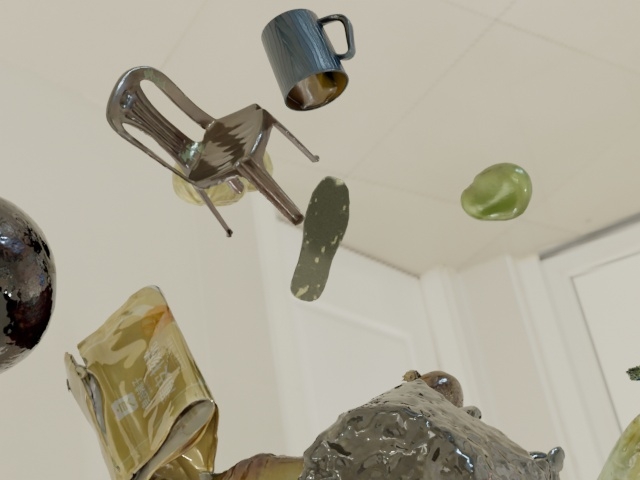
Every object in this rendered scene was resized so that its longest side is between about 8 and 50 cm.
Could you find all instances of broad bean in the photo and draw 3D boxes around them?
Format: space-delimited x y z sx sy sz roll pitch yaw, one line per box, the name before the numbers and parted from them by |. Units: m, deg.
broad bean | 0.190 -0.049 1.111 0.083 0.063 0.045 -27 -175 37

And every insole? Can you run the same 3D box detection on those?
insole | 0.000 0.000 1.905 0.081 0.011 0.248 16 109 -3

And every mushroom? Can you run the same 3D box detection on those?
mushroom | 0.405 0.363 1.393 0.107 0.087 0.333 3 128 -15
mushroom | 0.180 0.273 1.727 0.127 0.087 0.127 -5 119 -9

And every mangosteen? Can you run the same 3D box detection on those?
mangosteen | -0.549 0.066 1.508 0.313 0.297 0.297 -5 152 -39

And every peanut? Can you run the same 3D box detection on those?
peanut | -0.196 -0.145 2.128 0.147 0.147 0.305 -26 -175 24

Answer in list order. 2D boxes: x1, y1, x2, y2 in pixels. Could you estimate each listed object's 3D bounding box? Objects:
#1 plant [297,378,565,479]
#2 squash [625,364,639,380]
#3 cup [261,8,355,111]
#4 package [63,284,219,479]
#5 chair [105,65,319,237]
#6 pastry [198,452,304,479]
plant | 0.099 0.234 0.954 0.199 0.188 0.276 -57 153 5
squash | 0.557 0.182 1.574 0.183 0.052 0.052 -20 147 16
cup | -0.014 -0.313 1.760 0.150 0.138 0.113 -17 157 -13
package | -0.275 0.239 1.551 0.165 0.311 0.221 -6 122 -22
chair | -0.177 -0.166 1.729 0.183 0.176 0.326 -17 134 32
pastry | 0.000 0.373 1.278 0.329 0.136 0.330 8 145 6
